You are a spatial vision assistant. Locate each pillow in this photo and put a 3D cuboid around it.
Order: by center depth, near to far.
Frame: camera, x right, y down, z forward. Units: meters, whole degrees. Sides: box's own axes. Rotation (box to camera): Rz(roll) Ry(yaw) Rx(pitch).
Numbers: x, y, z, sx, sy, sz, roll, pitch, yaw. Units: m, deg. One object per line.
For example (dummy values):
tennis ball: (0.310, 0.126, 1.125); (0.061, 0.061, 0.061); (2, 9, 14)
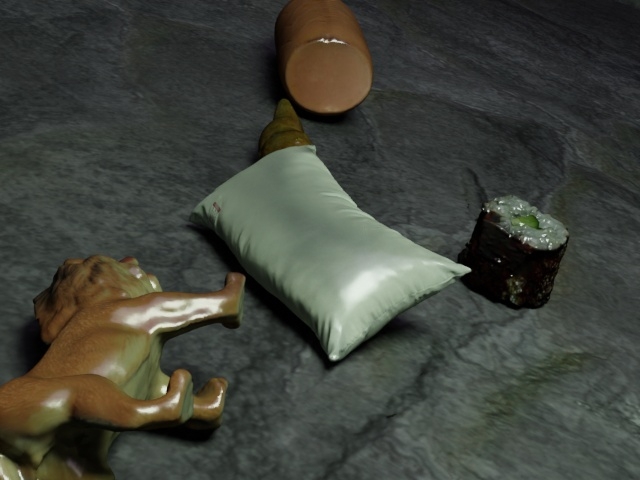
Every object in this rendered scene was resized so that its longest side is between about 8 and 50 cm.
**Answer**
pillow: (0.001, 0.000, 0.982); (0.144, 0.078, 0.254); (-24, 40, -23)

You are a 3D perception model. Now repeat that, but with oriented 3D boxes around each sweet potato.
sweet potato: (-0.034, -0.078, 1.176); (0.067, 0.067, 0.274); (11, 29, -10)

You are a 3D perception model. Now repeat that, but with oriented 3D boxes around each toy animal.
toy animal: (-0.141, 0.091, 0.723); (0.158, 0.097, 0.312); (5, 25, 8)

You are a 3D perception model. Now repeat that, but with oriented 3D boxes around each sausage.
sausage: (0.000, -0.256, 1.515); (0.121, 0.121, 0.304); (11, 22, -9)

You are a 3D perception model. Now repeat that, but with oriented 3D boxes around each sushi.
sushi: (0.188, 0.009, 1.090); (0.094, 0.084, 0.098); (33, 32, 30)
